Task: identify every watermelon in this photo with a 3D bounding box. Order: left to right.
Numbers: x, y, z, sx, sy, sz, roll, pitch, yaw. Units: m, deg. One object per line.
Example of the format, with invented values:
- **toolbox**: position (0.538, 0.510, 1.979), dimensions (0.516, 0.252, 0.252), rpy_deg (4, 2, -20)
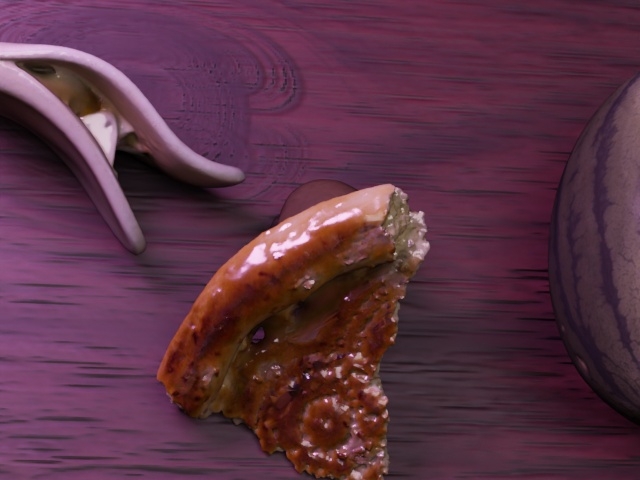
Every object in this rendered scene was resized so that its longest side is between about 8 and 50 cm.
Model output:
- **watermelon**: position (0.330, 0.016, 1.461), dimensions (0.279, 0.279, 0.359), rpy_deg (12, 70, -7)

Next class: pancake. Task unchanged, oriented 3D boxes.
- **pancake**: position (0.002, 0.103, 1.442), dimensions (0.266, 0.057, 0.244), rpy_deg (-27, 100, 13)

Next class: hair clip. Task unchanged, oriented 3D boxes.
- **hair clip**: position (-0.203, -0.099, 1.458), dimensions (0.282, 0.172, 0.113), rpy_deg (39, 79, -8)

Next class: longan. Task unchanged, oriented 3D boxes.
- **longan**: position (0.000, 0.000, 1.501), dimensions (0.119, 0.106, 0.106), rpy_deg (-3, 70, 32)
